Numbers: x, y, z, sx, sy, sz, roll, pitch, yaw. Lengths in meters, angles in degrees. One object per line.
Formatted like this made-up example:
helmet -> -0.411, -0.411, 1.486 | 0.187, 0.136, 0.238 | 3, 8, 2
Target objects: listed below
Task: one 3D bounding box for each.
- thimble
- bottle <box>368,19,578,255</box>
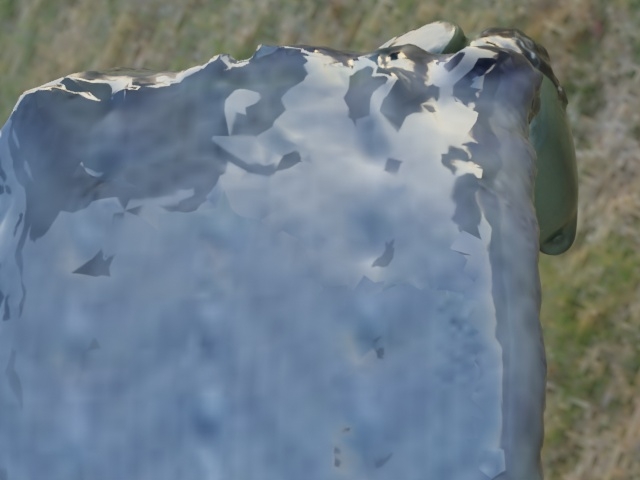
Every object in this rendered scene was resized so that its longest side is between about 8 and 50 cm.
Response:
thimble -> -0.009, 0.064, 0.544 | 0.217, 0.157, 0.245 | -47, -44, -82
bottle -> 0.000, -0.002, 1.083 | 0.347, 0.168, 0.168 | -30, 35, 13
